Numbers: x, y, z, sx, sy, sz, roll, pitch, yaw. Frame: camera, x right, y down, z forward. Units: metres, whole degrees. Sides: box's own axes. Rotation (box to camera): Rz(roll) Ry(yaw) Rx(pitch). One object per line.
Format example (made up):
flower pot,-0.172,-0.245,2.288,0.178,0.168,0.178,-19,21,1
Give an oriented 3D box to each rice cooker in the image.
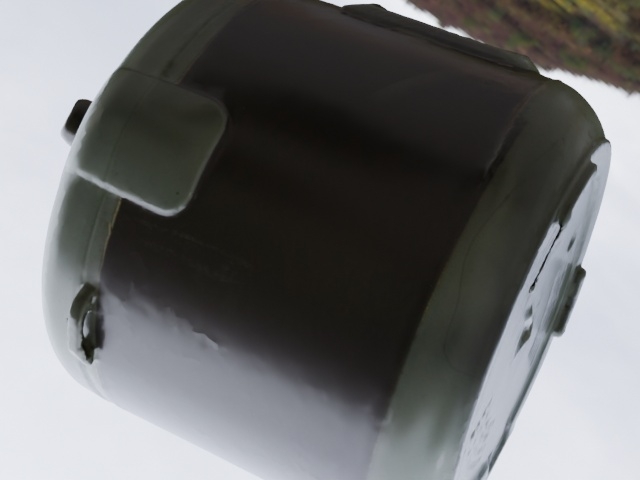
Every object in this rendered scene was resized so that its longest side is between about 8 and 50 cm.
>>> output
rice cooker,0.000,0.000,0.744,0.325,0.335,0.335,22,-161,18
